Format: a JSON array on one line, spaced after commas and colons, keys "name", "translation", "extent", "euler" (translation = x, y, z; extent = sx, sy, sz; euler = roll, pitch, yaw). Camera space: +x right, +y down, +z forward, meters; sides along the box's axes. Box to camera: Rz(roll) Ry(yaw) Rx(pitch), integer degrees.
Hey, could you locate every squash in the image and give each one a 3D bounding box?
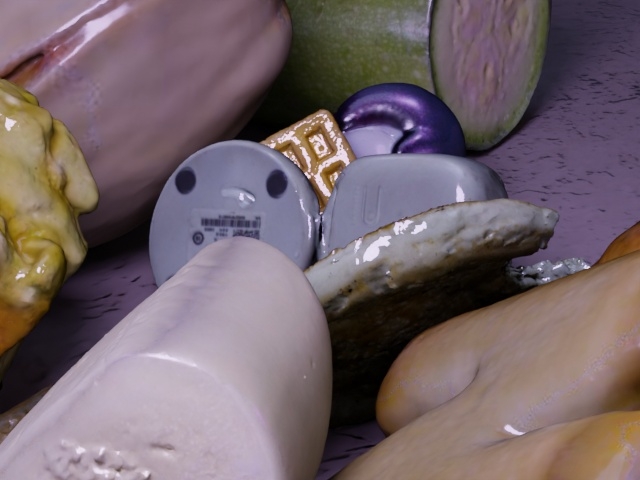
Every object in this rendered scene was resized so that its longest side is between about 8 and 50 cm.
[{"name": "squash", "translation": [0.013, -0.236, 1.868], "extent": [0.384, 0.263, 0.263], "euler": [9, 26, 33]}]

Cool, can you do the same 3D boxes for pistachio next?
[{"name": "pistachio", "translation": [-0.217, -0.141, 1.581], "extent": [0.445, 0.281, 0.365], "euler": [-33, 2, 17]}]

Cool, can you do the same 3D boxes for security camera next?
[{"name": "security camera", "translation": [0.005, 0.003, 1.434], "extent": [0.302, 0.157, 0.080], "euler": [2, -4, 28]}]

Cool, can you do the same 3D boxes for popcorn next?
[{"name": "popcorn", "translation": [-0.282, 0.013, 1.309], "extent": [0.215, 0.286, 0.252], "euler": [32, -8, -39]}]

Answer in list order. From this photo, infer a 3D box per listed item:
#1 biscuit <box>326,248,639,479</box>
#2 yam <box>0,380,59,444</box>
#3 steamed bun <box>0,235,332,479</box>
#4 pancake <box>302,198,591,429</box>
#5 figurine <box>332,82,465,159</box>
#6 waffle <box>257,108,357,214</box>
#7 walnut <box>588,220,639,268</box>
[{"name": "biscuit", "translation": [0.103, 0.104, 1.033], "extent": [0.291, 0.062, 0.237], "euler": [-24, 23, 51]}, {"name": "yam", "translation": [-0.177, 0.132, 1.246], "extent": [0.071, 0.067, 0.317], "euler": [26, 37, 32]}, {"name": "steamed bun", "translation": [-0.091, 0.130, 1.061], "extent": [0.250, 0.155, 0.200], "euler": [-41, 7, 24]}, {"name": "pancake", "translation": [0.062, 0.057, 1.214], "extent": [0.254, 0.253, 0.037], "euler": [-13, 60, -18]}, {"name": "figurine", "translation": [0.015, -0.055, 1.572], "extent": [0.222, 0.145, 0.145], "euler": [-13, 23, -8]}, {"name": "waffle", "translation": [0.000, 0.000, 1.485], "extent": [0.125, 0.191, 0.032], "euler": [-26, -12, -1]}, {"name": "walnut", "translation": [0.279, 0.066, 1.121], "extent": [0.298, 0.203, 0.203], "euler": [18, 30, 24]}]
